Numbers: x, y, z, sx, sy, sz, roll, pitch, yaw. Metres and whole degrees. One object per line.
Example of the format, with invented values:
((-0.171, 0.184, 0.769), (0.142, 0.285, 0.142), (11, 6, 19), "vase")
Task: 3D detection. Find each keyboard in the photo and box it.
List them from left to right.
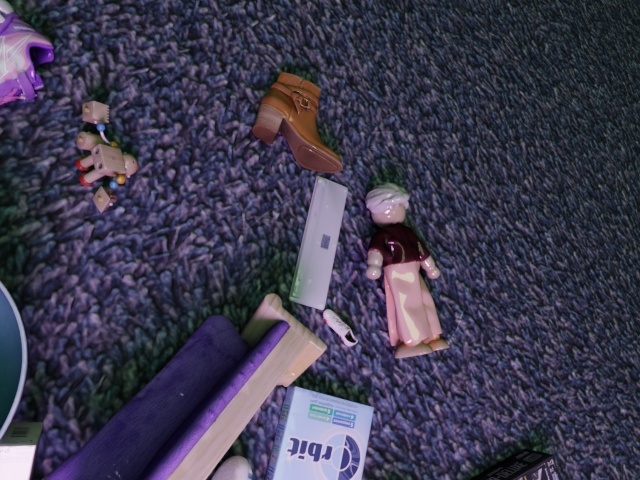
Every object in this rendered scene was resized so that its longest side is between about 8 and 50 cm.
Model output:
((0.000, 0.000, 0.852), (0.072, 0.014, 0.256), (21, 69, -25), "keyboard")

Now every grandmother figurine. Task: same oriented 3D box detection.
((0.155, 0.047, 0.870), (0.207, 0.103, 0.343), (7, 69, -53), "grandmother figurine")

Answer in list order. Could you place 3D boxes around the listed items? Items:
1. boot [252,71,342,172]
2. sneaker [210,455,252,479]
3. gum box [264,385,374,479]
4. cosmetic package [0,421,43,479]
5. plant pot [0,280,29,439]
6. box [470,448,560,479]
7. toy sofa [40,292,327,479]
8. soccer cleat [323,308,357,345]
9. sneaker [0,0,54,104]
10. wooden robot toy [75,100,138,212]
((-0.023, -0.232, 0.868), (0.197, 0.073, 0.153), (29, 62, -19), "boot")
((-0.114, 0.448, 0.651), (0.126, 0.091, 0.240), (26, 65, -38), "sneaker")
((-0.002, 0.354, 0.741), (0.156, 0.041, 0.185), (21, 68, -20), "gum box")
((-0.355, 0.276, 0.509), (0.041, 0.060, 0.115), (12, 89, -26), "cosmetic package")
((-0.474, 0.145, 0.480), (0.289, 0.195, 0.291), (7, 74, -25), "plant pot")
((0.385, 0.601, 0.843), (0.242, 0.076, 0.308), (-11, 82, -27), "box")
((-0.165, 0.224, 0.565), (0.177, 0.150, 0.362), (40, 44, 4), "toy sofa")
((0.037, 0.159, 0.813), (0.029, 0.035, 0.083), (-39, 95, -28), "soccer cleat")
((-0.470, -0.233, 0.644), (0.104, 0.095, 0.237), (28, 65, -25), "sneaker")
((-0.332, -0.127, 0.708), (0.079, 0.076, 0.174), (-1, 74, -62), "wooden robot toy")
